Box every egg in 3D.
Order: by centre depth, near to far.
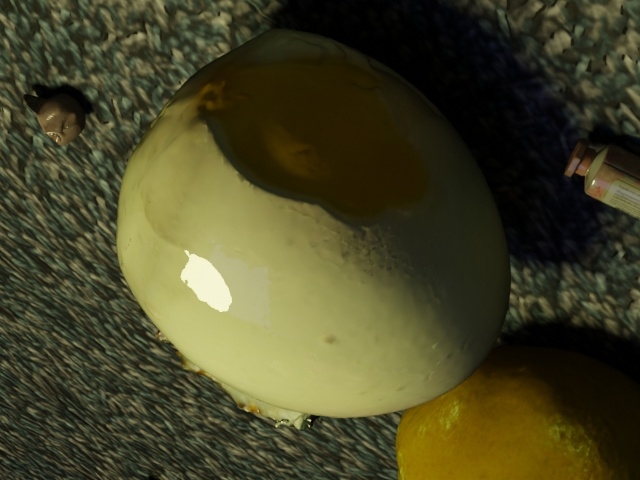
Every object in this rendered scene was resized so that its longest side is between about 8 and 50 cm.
[{"bbox_3d":[0.000,0.000,1.481,0.345,0.283,0.283,39,152,-21],"label":"egg"}]

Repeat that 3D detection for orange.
[{"bbox_3d":[0.198,0.226,1.674,0.279,0.235,0.279,18,147,12],"label":"orange"}]

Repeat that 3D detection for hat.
[{"bbox_3d":[-0.255,-0.126,1.814,0.058,0.042,0.087,51,-178,-24],"label":"hat"}]

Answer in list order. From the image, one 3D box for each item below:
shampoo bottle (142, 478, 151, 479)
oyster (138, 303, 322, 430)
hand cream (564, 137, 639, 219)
[{"bbox_3d":[-0.139,0.402,2.485,0.258,0.061,0.104,29,152,8],"label":"shampoo bottle"},{"bbox_3d":[-0.072,0.113,1.943,0.260,0.092,0.198,9,144,53],"label":"oyster"},{"bbox_3d":[0.285,-0.019,1.410,0.210,0.043,0.067,27,154,2],"label":"hand cream"}]
